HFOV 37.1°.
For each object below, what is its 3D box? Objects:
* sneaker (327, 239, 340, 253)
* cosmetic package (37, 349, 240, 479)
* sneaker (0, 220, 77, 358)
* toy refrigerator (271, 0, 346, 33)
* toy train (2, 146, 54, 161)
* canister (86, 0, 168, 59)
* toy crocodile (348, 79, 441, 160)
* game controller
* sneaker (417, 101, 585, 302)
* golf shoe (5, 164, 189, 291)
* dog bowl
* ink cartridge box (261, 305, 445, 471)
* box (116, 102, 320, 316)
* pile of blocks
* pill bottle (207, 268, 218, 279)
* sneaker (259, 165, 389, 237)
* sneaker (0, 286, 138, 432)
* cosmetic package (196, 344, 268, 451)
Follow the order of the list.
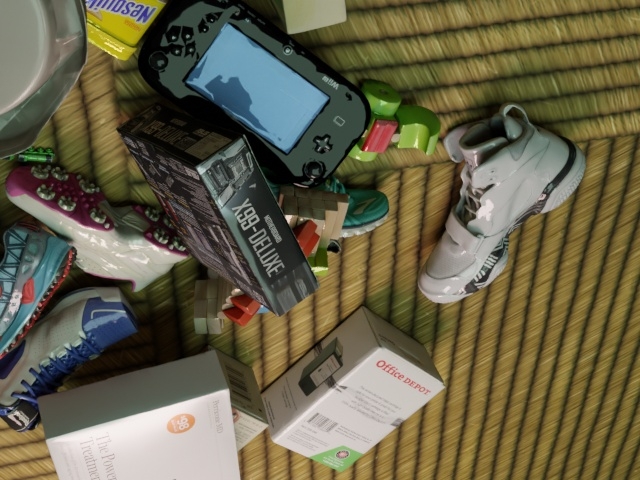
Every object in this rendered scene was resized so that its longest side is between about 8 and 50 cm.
[{"bbox_3d":[0.000,0.000,1.628,0.083,0.037,0.032,13,125,-27],"label":"sneaker"},{"bbox_3d":[-0.283,0.368,1.580,0.284,0.097,0.377,-16,135,-15],"label":"cosmetic package"},{"bbox_3d":[-0.469,0.075,1.412,0.125,0.104,0.262,37,108,-6],"label":"sneaker"},{"bbox_3d":[-0.036,-0.413,1.226,0.094,0.102,0.270,-15,132,-8],"label":"toy refrigerator"},{"bbox_3d":[-0.426,-0.124,1.376,0.083,0.024,0.017,3,127,-22],"label":"toy train"},{"bbox_3d":[-0.253,-0.335,1.231,0.126,0.073,0.170,28,113,-36],"label":"canister"},{"bbox_3d":[0.020,-0.184,1.435,0.340,0.105,0.115,8,125,-25],"label":"toy crocodile"},{"bbox_3d":[-0.087,-0.210,1.312,0.319,0.067,0.166,34,112,-19],"label":"game controller"},{"bbox_3d":[0.259,-0.066,1.607,0.210,0.137,0.366,33,107,-37],"label":"sneaker"},{"bbox_3d":[-0.350,-0.007,1.446,0.306,0.115,0.140,27,118,-34],"label":"golf shoe"},{"bbox_3d":[-0.441,-0.270,1.140,0.348,0.102,0.349,-1,121,-1],"label":"dog bowl"},{"bbox_3d":[0.061,0.291,1.836,0.289,0.122,0.211,-42,130,16],"label":"ink cartridge box"},{"bbox_3d":[-0.147,-0.050,1.315,0.076,0.307,0.242,-36,119,-17],"label":"box"},{"bbox_3d":[-0.078,0.066,1.501,0.149,0.113,0.362,24,131,-27],"label":"pile of blocks"},{"bbox_3d":[-0.169,0.066,1.616,0.043,0.043,0.083,-10,130,-12],"label":"pill bottle"},{"bbox_3d":[-0.009,-0.073,1.525,0.275,0.107,0.110,5,118,-23],"label":"sneaker"},{"bbox_3d":[-0.437,0.205,1.518,0.315,0.182,0.127,-17,143,5],"label":"sneaker"},{"bbox_3d":[-0.253,0.352,1.755,0.296,0.153,0.129,-43,129,15],"label":"cosmetic package"}]
